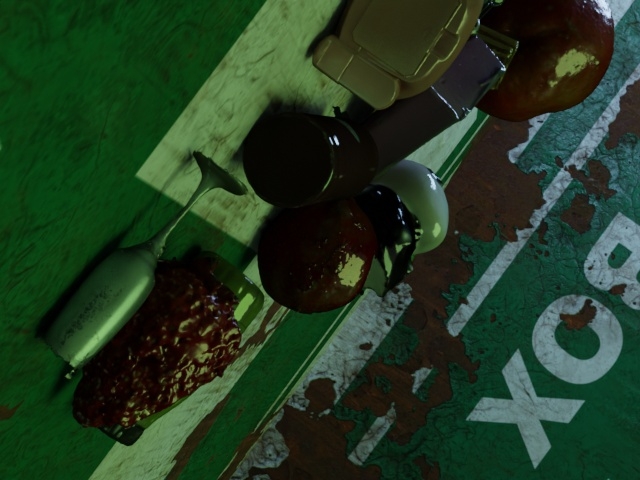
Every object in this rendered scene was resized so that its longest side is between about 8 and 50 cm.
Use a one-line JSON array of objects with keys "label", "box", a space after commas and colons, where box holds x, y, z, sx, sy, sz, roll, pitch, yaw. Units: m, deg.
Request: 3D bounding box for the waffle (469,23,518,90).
[{"label": "waffle", "box": [0.230, -0.303, 1.696, 0.042, 0.148, 0.102, -61, 174, -28]}]

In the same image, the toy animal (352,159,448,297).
[{"label": "toy animal", "box": [0.117, -0.024, 1.981, 0.267, 0.212, 0.212, -37, 162, -40]}]

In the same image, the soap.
[{"label": "soap", "box": [0.142, -0.189, 1.629, 0.259, 0.081, 0.181, -35, -171, 48]}]

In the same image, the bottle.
[{"label": "bottle", "box": [-0.187, 0.141, 1.360, 0.260, 0.112, 0.112, -52, 171, -9]}]

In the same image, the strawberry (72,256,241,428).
[{"label": "strawberry", "box": [-0.190, 0.126, 1.214, 0.228, 0.098, 0.174, -37, 134, -14]}]

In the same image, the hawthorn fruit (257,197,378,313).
[{"label": "hawthorn fruit", "box": [0.000, 0.000, 1.631, 0.181, 0.181, 0.235, -40, 151, -56]}]

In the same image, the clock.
[{"label": "clock", "box": [0.122, -0.272, 1.313, 0.227, 0.142, 0.241, -56, 174, 17]}]

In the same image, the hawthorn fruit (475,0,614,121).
[{"label": "hawthorn fruit", "box": [0.353, -0.336, 1.860, 0.330, 0.287, 0.287, -25, 151, -59]}]

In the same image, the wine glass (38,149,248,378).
[{"label": "wine glass", "box": [-0.185, 0.025, 1.092, 0.262, 0.074, 0.074, -50, 170, -13]}]

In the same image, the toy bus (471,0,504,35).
[{"label": "toy bus", "box": [0.201, -0.345, 1.511, 0.262, 0.109, 0.091, -47, 176, -22]}]

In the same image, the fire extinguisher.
[{"label": "fire extinguisher", "box": [0.003, -0.115, 1.395, 0.337, 0.114, 0.135, -14, 96, -75]}]
